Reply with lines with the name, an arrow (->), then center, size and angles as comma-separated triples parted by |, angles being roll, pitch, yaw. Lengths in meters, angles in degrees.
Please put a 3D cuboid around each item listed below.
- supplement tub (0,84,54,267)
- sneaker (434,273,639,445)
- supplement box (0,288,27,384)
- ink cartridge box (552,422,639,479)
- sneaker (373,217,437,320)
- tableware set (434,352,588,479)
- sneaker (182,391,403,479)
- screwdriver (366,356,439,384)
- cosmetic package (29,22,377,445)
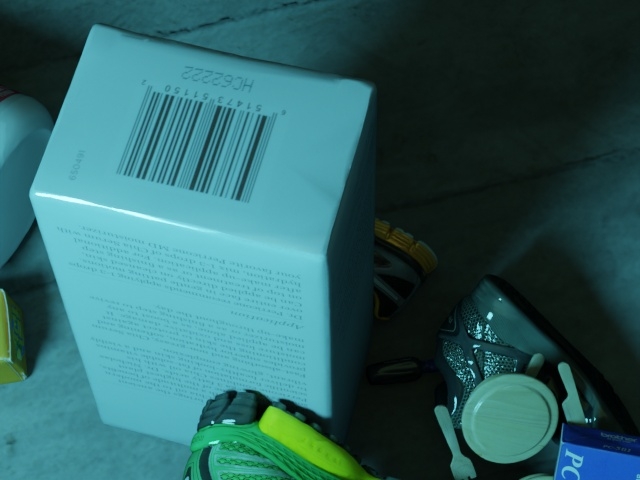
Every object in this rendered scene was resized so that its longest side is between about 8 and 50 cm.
supplement tub -> -0.405, -0.089, 1.738 | 0.272, 0.191, 0.191 | 23, 78, 9
sneaker -> 0.191, 0.151, 1.690 | 0.227, 0.087, 0.130 | 43, 106, -4
supplement box -> -0.399, 0.103, 1.745 | 0.233, 0.078, 0.080 | -5, 71, 2
ink cartridge box -> 0.241, 0.268, 1.615 | 0.097, 0.046, 0.207 | 10, 109, 6
sneaker -> 0.000, 0.000, 1.742 | 0.215, 0.084, 0.083 | 27, 83, 10
tableware set -> 0.180, 0.196, 1.639 | 0.128, 0.039, 0.194 | -19, 112, -1
sneaker -> 0.021, 0.272, 1.589 | 0.343, 0.134, 0.146 | 31, 63, -17
screwdriver -> 0.126, 0.113, 1.731 | 0.170, 0.025, 0.024 | -10, 74, 2
cosmetic package -> -0.079, 0.027, 1.537 | 0.230, 0.453, 0.161 | 13, 63, 7
